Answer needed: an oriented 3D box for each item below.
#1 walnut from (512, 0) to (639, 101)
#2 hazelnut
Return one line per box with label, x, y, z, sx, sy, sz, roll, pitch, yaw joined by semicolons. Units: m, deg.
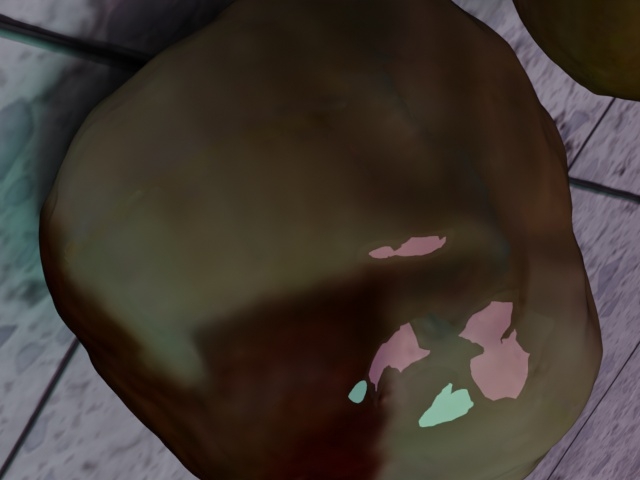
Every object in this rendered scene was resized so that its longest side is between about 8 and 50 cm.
walnut;0.216;-0.203;0.840;0.203;0.203;0.298;-19;146;-52
hazelnut;0.000;0.000;0.744;0.261;0.261;0.241;-41;-175;-25
